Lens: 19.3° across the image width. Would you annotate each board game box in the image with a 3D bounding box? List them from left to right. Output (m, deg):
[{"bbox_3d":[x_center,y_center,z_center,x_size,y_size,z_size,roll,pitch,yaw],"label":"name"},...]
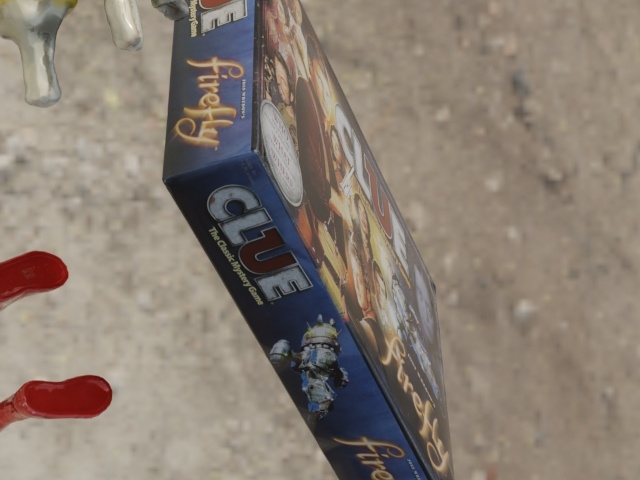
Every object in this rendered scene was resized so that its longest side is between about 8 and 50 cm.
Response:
[{"bbox_3d":[0.000,0.000,0.847,0.165,0.042,0.243,-92,160,-47],"label":"board game box"}]

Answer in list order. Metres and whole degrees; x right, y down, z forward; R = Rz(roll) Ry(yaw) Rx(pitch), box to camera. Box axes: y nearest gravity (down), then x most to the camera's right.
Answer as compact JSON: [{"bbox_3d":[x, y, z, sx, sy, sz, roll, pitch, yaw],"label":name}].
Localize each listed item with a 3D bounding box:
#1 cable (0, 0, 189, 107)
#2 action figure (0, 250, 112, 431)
[{"bbox_3d":[-0.092,-0.191,0.657,0.287,0.139,0.072,63,14,17],"label":"cable"},{"bbox_3d":[-0.175,0.094,0.923,0.139,0.280,0.091,-6,71,-46],"label":"action figure"}]
